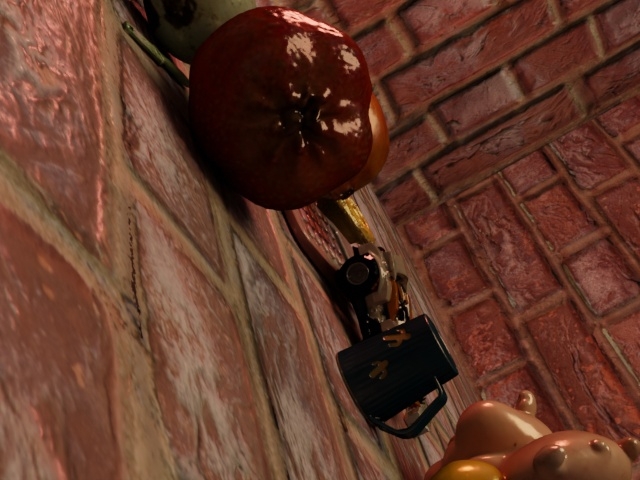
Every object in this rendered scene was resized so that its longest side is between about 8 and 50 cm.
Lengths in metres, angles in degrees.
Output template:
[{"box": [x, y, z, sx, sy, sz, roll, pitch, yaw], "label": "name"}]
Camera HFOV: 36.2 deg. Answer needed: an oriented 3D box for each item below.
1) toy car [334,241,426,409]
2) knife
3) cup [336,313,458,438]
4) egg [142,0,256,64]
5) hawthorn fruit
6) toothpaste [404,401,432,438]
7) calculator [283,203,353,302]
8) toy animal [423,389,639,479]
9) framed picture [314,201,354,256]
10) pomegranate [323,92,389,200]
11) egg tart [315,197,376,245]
[{"box": [0.127, 0.158, 1.767, 0.193, 0.118, 0.301, 45, 27, -61], "label": "toy car"}, {"box": [-0.233, -0.264, 1.419, 0.030, 0.014, 0.207, 64, 9, 23], "label": "knife"}, {"box": [0.129, 0.211, 1.507, 0.131, 0.155, 0.177, 49, 13, -55], "label": "cup"}, {"box": [-0.187, -0.371, 1.483, 0.169, 0.169, 0.231, -110, -178, -50], "label": "egg"}, {"box": [-0.069, -0.200, 1.431, 0.287, 0.287, 0.330, 58, -6, -22], "label": "hawthorn fruit"}, {"box": [0.190, 0.341, 1.887, 0.046, 0.034, 0.164, 61, 8, 4], "label": "toothpaste"}, {"box": [0.000, 0.000, 1.874, 0.330, 0.048, 0.220, 48, 15, -48], "label": "calculator"}, {"box": [0.285, 0.343, 1.518, 0.277, 0.345, 0.247, 21, 38, -22], "label": "toy animal"}, {"box": [0.047, 0.009, 2.249, 0.347, 0.016, 0.265, 60, 8, -11], "label": "framed picture"}, {"box": [0.014, -0.201, 1.991, 0.264, 0.264, 0.264, 59, 8, -13], "label": "pomegranate"}, {"box": [0.047, -0.056, 2.151, 0.191, 0.074, 0.191, 58, 8, -14], "label": "egg tart"}]
